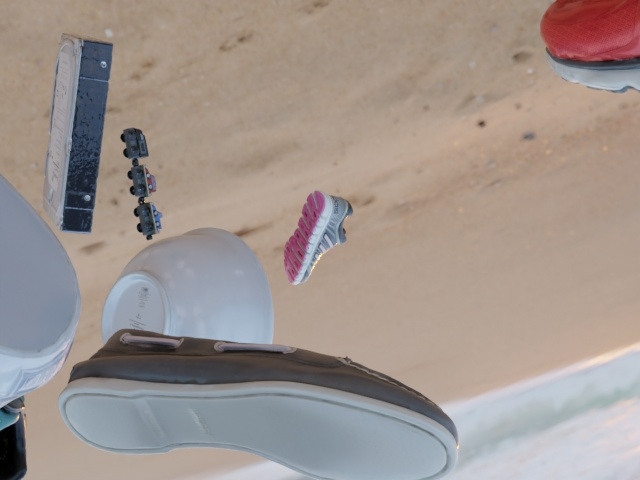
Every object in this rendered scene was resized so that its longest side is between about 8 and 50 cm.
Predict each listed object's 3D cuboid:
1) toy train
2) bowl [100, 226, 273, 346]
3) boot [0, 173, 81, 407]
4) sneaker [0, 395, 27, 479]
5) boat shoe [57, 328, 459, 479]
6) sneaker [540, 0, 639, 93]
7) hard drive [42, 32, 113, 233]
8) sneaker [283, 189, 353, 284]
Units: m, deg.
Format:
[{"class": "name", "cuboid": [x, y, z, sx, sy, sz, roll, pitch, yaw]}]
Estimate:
[{"class": "toy train", "cuboid": [-0.247, -0.079, 1.470, 0.027, 0.158, 0.036, -9, -178, 43]}, {"class": "bowl", "cuboid": [-0.218, 0.120, 1.506, 0.298, 0.298, 0.134, -35, 153, 30]}, {"class": "boot", "cuboid": [-0.201, -0.032, 0.344, 0.123, 0.258, 0.095, -34, -175, 27]}, {"class": "sneaker", "cuboid": [-0.344, 0.127, 1.005, 0.108, 0.121, 0.302, -29, 141, -14]}, {"class": "boat shoe", "cuboid": [-0.050, 0.117, 0.832, 0.335, 0.095, 0.112, 2, 131, 22]}, {"class": "sneaker", "cuboid": [0.208, -0.157, 0.507, 0.107, 0.118, 0.279, -45, -163, -31]}, {"class": "hard drive", "cuboid": [-0.446, -0.200, 1.913, 0.064, 0.339, 0.237, 4, -168, -23]}, {"class": "sneaker", "cuboid": [0.000, 0.000, 1.565, 0.074, 0.063, 0.170, 1, 128, -31]}]
